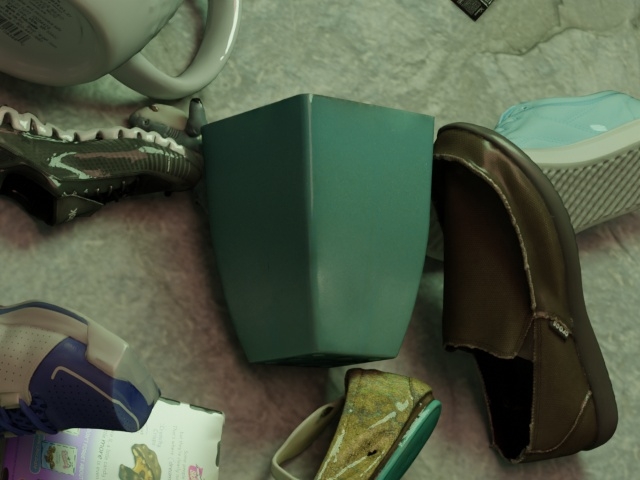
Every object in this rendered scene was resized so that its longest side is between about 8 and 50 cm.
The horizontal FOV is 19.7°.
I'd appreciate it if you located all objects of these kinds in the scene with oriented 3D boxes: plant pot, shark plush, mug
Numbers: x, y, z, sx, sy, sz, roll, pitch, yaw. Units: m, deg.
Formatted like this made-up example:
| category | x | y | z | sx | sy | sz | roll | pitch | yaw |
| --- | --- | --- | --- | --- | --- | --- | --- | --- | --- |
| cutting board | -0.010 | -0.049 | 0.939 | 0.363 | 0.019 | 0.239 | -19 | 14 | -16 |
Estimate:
| category | x | y | z | sx | sy | sz | roll | pitch | yaw |
| --- | --- | --- | --- | --- | --- | --- | --- | --- | --- |
| plant pot | 0.000 | 0.000 | 1.757 | 0.166 | 0.165 | 0.234 | 6 | 78 | -40 |
| shark plush | -0.129 | -0.064 | 1.825 | 0.067 | 0.073 | 0.161 | -22 | 89 | -12 |
| mug | -0.203 | -0.297 | 1.792 | 0.374 | 0.276 | 0.328 | 46 | 48 | -39 |

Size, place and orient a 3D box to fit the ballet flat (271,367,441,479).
| category | x | y | z | sx | sy | sz | roll | pitch | yaw |
| --- | --- | --- | --- | --- | --- | --- | --- | --- | --- |
| ballet flat | -0.008 | 0.244 | 1.666 | 0.123 | 0.123 | 0.348 | 39 | 51 | -4 |

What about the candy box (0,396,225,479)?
| category | x | y | z | sx | sy | sz | roll | pitch | yaw |
| --- | --- | --- | --- | --- | --- | --- | --- | --- | --- |
| candy box | -0.189 | 0.211 | 1.595 | 0.196 | 0.070 | 0.165 | 17 | 55 | -20 |

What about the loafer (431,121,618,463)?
| category | x | y | z | sx | sy | sz | roll | pitch | yaw |
| --- | --- | --- | --- | --- | --- | --- | --- | --- | --- |
| loafer | 0.181 | 0.062 | 1.801 | 0.130 | 0.134 | 0.366 | -29 | 103 | -29 |

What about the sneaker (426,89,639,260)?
| category | x | y | z | sx | sy | sz | roll | pitch | yaw |
| --- | --- | --- | --- | --- | --- | --- | --- | --- | --- |
| sneaker | 0.218 | -0.078 | 1.994 | 0.366 | 0.135 | 0.150 | -13 | 38 | -29 |

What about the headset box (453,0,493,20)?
| category | x | y | z | sx | sy | sz | roll | pitch | yaw |
| --- | --- | --- | --- | --- | --- | --- | --- | --- | --- |
| headset box | 0.170 | -0.305 | 2.138 | 0.083 | 0.032 | 0.062 | 41 | 50 | -2 |

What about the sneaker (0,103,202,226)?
| category | x | y | z | sx | sy | sz | roll | pitch | yaw |
| --- | --- | --- | --- | --- | --- | --- | --- | --- | --- |
| sneaker | -0.225 | -0.056 | 1.734 | 0.234 | 0.078 | 0.106 | 9 | 61 | -21 |

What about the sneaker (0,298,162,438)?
| category | x | y | z | sx | sy | sz | roll | pitch | yaw |
| --- | --- | --- | --- | --- | --- | --- | --- | --- | --- |
| sneaker | -0.296 | 0.136 | 1.501 | 0.315 | 0.127 | 0.182 | 14 | 64 | 26 |
